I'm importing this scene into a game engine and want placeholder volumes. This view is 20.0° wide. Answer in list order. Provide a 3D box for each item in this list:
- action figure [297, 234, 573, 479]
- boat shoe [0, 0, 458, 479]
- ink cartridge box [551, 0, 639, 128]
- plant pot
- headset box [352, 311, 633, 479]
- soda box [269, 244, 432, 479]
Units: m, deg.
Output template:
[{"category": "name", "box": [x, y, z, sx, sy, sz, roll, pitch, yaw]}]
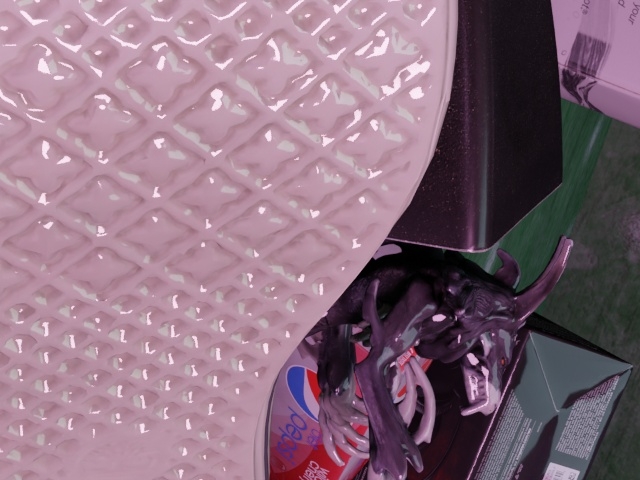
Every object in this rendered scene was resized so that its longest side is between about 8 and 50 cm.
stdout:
[{"category": "action figure", "box": [0.007, 0.075, 0.962, 0.164, 0.275, 0.141, -72, 150, -80]}, {"category": "boat shoe", "box": [-0.074, -0.014, 0.697, 0.500, 0.186, 0.156, 105, -21, -52]}, {"category": "ink cartridge box", "box": [0.202, -0.196, 1.248, 0.197, 0.273, 0.114, -66, 166, -4]}, {"category": "plant pot", "box": [0.029, -0.108, 0.974, 0.187, 0.188, 0.167, -33, 129, -66]}, {"category": "headset box", "box": [0.093, 0.141, 1.476, 0.293, 0.110, 0.218, 32, -79, 60]}, {"category": "soda box", "box": [0.018, 0.101, 1.307, 0.092, 0.083, 0.263, -46, 169, -30]}]
